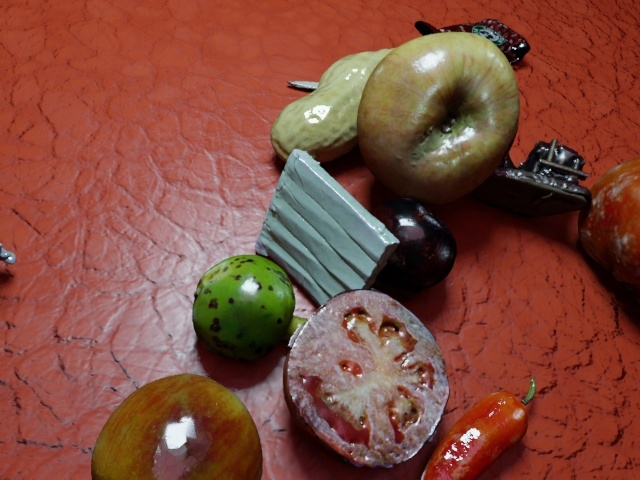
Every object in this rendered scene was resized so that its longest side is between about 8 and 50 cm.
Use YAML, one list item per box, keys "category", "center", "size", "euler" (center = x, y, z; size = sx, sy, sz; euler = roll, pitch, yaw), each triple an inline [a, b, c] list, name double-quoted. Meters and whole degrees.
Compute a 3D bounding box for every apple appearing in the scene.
- category: "apple"
  center: [0.175, -0.186, 0.812]
  size: [0.261, 0.260, 0.194]
  euler: [2, 13, -9]
- category: "apple"
  center: [-0.154, 0.244, 0.592]
  size: [0.195, 0.160, 0.173]
  euler: [44, 39, 11]

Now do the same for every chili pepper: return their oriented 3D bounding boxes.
- category: "chili pepper"
  center: [0.202, 0.264, 0.686]
  size: [0.272, 0.063, 0.071]
  euler: [-35, 57, -24]

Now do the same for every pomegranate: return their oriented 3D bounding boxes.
- category: "pomegranate"
  center: [-0.089, 0.091, 0.706]
  size: [0.169, 0.122, 0.143]
  euler: [19, 54, 4]

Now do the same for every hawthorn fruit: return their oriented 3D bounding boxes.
- category: "hawthorn fruit"
  center: [0.564, -0.013, 0.818]
  size: [0.284, 0.284, 0.284]
  euler: [5, 57, -7]

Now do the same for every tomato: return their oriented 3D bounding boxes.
- category: "tomato"
  center: [0.054, 0.178, 0.688]
  size: [0.225, 0.085, 0.225]
  euler: [7, 63, -14]

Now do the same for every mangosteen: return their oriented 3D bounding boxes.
- category: "mangosteen"
  center: [0.124, 0.015, 0.791]
  size: [0.152, 0.152, 0.152]
  euler: [5, 57, -7]

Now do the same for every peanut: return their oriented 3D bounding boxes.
- category: "peanut"
  center: [0.045, -0.239, 0.934]
  size: [0.319, 0.147, 0.147]
  euler: [-36, 69, -17]

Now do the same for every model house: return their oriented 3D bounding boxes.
- category: "model house"
  center: [0.359, -0.133, 0.921]
  size: [0.203, 0.141, 0.164]
  euler: [20, 66, 7]

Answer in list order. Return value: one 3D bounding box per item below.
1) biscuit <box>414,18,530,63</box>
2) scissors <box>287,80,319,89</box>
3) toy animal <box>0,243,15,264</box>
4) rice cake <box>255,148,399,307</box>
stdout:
- category: "biscuit"
  center: [0.331, -0.431, 1.150]
  size: [0.235, 0.063, 0.151]
  euler: [-18, 63, -23]
- category: "scissors"
  center: [0.083, -0.291, 1.043]
  size: [0.300, 0.022, 0.109]
  euler: [5, 58, -5]
- category: "toy animal"
  center: [-0.494, 0.065, 0.672]
  size: [0.206, 0.081, 0.367]
  euler: [-41, 72, -17]
- category: "rice cake"
  center: [0.000, 0.000, 0.761]
  size: [0.198, 0.189, 0.037]
  euler: [38, 30, 20]
